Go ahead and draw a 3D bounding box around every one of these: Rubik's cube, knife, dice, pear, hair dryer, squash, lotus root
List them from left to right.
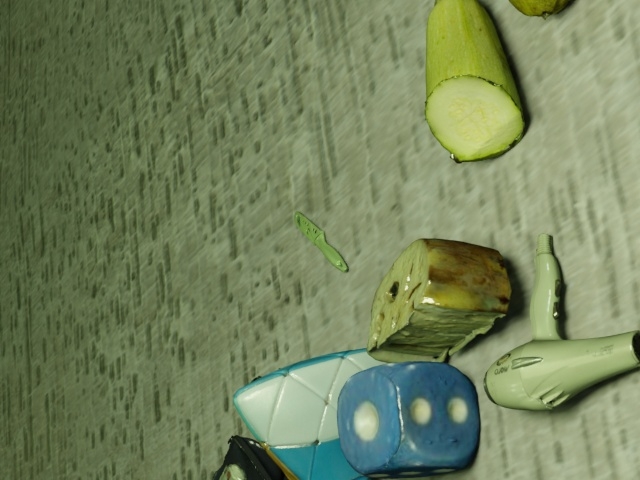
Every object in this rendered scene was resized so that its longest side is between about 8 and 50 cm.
[{"bbox_3d":[0.000,0.000,2.171,0.207,0.014,0.030,45,122,55],"label":"knife"},{"bbox_3d":[0.022,0.234,1.978,0.254,0.254,0.254,-23,62,55],"label":"Rubik's cube"},{"bbox_3d":[0.116,0.236,1.781,0.146,0.146,0.143,-26,62,53],"label":"dice"},{"bbox_3d":[0.151,0.079,1.764,0.235,0.119,0.138,127,155,-54],"label":"lotus root"},{"bbox_3d":[0.188,-0.260,1.819,0.137,0.137,0.287,-43,45,47],"label":"squash"},{"bbox_3d":[0.273,-0.344,1.716,0.107,0.107,0.131,-7,87,59],"label":"pear"},{"bbox_3d":[0.304,0.102,1.595,0.219,0.088,0.225,5,71,53],"label":"hair dryer"}]

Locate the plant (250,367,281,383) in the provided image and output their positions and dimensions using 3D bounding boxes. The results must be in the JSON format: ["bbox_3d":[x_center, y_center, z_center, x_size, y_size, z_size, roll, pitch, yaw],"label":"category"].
[{"bbox_3d":[-0.089,0.242,2.219,0.102,0.051,0.051,-43,47,39],"label":"plant"}]

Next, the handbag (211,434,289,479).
[{"bbox_3d":[-0.078,0.489,2.041,0.329,0.122,0.303,59,138,43],"label":"handbag"}]
